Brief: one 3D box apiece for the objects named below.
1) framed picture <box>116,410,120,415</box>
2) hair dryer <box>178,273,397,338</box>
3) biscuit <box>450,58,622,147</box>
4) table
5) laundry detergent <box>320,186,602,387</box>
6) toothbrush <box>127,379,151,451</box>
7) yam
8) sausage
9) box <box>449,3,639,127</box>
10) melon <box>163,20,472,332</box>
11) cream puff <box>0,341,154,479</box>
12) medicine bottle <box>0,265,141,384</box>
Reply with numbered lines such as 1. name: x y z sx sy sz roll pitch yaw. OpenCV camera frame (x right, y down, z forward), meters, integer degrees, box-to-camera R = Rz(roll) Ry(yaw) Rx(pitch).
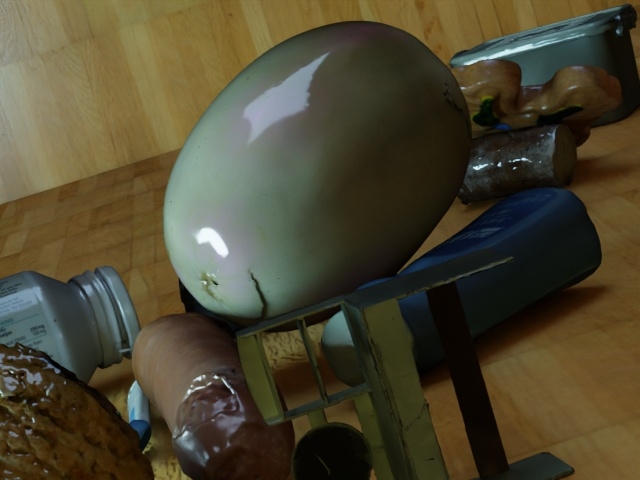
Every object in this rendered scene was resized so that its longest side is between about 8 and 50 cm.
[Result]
1. framed picture: -0.285 0.194 1.668 0.150 0.015 0.203 -11 12 37
2. hair dryer: 0.000 0.000 1.863 0.271 0.235 0.091 12 14 13
3. biscuit: 0.217 -0.135 2.245 0.202 0.047 0.334 4 -13 -9
4. table: 0.052 0.101 1.223 0.175 0.146 0.062 -19 10 -9
5. laundry detergent: 0.102 0.043 1.609 0.143 0.094 0.290 -11 10 46
6. toothbrush: -0.154 0.159 1.570 0.040 0.040 0.386 -18 10 -3
7. yam: 0.213 -0.086 2.194 0.141 0.079 0.079 -9 13 29
8. sausage: -0.084 0.121 1.503 0.094 0.094 0.419 -9 7 -9
9. box: 0.307 -0.213 2.574 0.243 0.135 0.163 -13 9 26
10. melon: 0.001 -0.060 1.704 0.223 0.223 0.317 -4 34 52
11. cream puff: -0.213 0.176 1.247 0.183 0.183 0.169 -6 34 48
12. medicine bottle: -0.281 0.101 1.829 0.215 0.135 0.135 -21 10 -18
